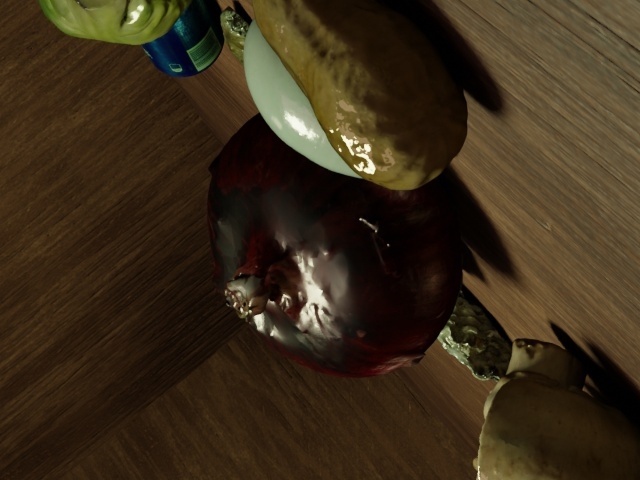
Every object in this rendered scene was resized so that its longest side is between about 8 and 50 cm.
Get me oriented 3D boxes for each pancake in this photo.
[{"bbox_3d":[-0.045,-0.190,1.886,0.254,0.037,0.253,51,175,6],"label":"pancake"}]

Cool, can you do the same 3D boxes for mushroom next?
[{"bbox_3d":[0.248,0.214,1.484,0.189,0.195,0.254,18,164,5],"label":"mushroom"}]

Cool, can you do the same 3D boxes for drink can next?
[{"bbox_3d":[-0.206,-0.313,2.017,0.118,0.118,0.205,49,174,22],"label":"drink can"}]

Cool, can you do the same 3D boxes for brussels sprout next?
[{"bbox_3d":[-0.247,-0.338,1.715,0.244,0.244,0.244,51,176,5],"label":"brussels sprout"}]

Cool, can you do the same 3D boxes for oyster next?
[{"bbox_3d":[0.191,0.114,1.862,0.177,0.064,0.125,42,-168,-10],"label":"oyster"}]

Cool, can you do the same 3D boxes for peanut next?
[{"bbox_3d":[0.025,-0.145,1.123,0.236,0.110,0.120,57,-161,19],"label":"peanut"}]

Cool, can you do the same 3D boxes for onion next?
[{"bbox_3d":[0.000,0.000,1.518,0.314,0.232,0.314,21,121,38],"label":"onion"}]

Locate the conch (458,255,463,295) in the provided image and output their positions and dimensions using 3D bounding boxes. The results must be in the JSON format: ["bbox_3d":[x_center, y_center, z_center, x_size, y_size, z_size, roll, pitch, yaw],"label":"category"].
[{"bbox_3d":[0.096,0.031,1.714,0.175,0.122,0.188,10,-165,-31],"label":"conch"}]

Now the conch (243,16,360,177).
[{"bbox_3d":[0.021,-0.129,1.348,0.221,0.121,0.185,45,-156,15],"label":"conch"}]
